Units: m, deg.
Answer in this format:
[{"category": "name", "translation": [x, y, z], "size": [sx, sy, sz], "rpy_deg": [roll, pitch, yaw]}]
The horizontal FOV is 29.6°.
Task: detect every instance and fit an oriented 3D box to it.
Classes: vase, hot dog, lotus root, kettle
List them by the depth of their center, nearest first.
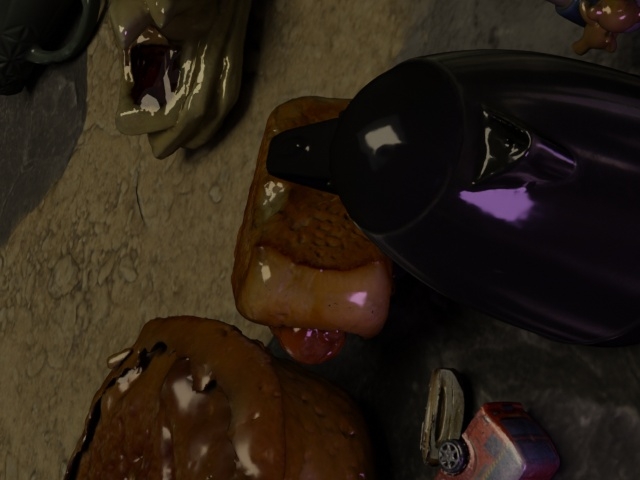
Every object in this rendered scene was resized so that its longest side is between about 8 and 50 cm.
[{"category": "kettle", "translation": [0.117, -0.055, 0.859], "size": [0.207, 0.271, 0.251], "rpy_deg": [-60, 41, 21]}, {"category": "lotus root", "translation": [0.104, 0.148, 1.012], "size": [0.037, 0.030, 0.083], "rpy_deg": [134, 147, -79]}, {"category": "hot dog", "translation": [0.000, 0.000, 1.068], "size": [0.256, 0.150, 0.153], "rpy_deg": [-85, 4, -45]}, {"category": "vase", "translation": [-0.429, -0.351, 1.782], "size": [0.251, 0.156, 0.301], "rpy_deg": [47, 125, 19]}]

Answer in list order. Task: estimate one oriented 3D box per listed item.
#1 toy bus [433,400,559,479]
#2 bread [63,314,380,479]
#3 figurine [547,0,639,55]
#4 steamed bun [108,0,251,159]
[{"category": "toy bus", "translation": [0.113, 0.218, 0.953], "size": [0.077, 0.065, 0.192], "rpy_deg": [45, 115, 37]}, {"category": "bread", "translation": [-0.097, 0.241, 1.103], "size": [0.358, 0.204, 0.337], "rpy_deg": [2, 83, 56]}, {"category": "figurine", "translation": [0.258, -0.243, 0.830], "size": [0.275, 0.158, 0.161], "rpy_deg": [-18, 25, 50]}, {"category": "steamed bun", "translation": [-0.170, -0.321, 1.366], "size": [0.247, 0.189, 0.428], "rpy_deg": [-8, 77, 50]}]
